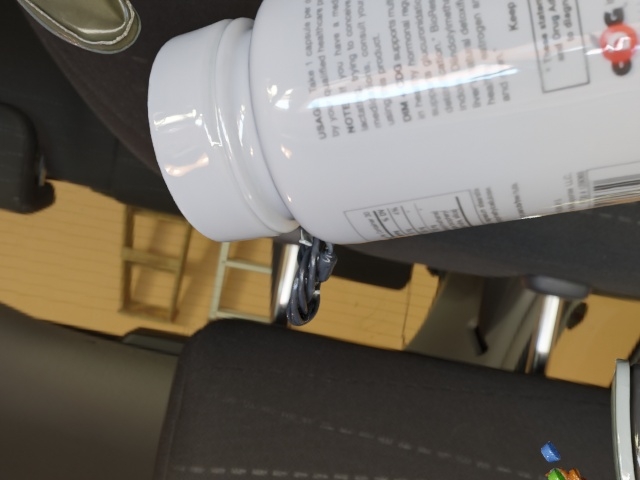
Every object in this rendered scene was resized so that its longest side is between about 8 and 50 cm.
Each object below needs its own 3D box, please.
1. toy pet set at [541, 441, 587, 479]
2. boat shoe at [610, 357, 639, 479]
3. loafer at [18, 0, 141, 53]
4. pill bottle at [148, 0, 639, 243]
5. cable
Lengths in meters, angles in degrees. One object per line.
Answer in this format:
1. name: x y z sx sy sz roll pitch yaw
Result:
1. toy pet set: 0.186 0.237 0.503 0.114 0.065 0.122 45 -158 -9
2. boat shoe: 0.227 0.185 0.425 0.069 0.227 0.081 -8 175 26
3. loafer: -0.316 -0.302 0.766 0.251 0.094 0.087 34 179 -23
4. pill bottle: 0.058 -0.085 0.393 0.283 0.160 0.160 -9 175 19
5. cable: 0.000 0.000 0.700 0.047 0.150 0.184 9 -147 -2
